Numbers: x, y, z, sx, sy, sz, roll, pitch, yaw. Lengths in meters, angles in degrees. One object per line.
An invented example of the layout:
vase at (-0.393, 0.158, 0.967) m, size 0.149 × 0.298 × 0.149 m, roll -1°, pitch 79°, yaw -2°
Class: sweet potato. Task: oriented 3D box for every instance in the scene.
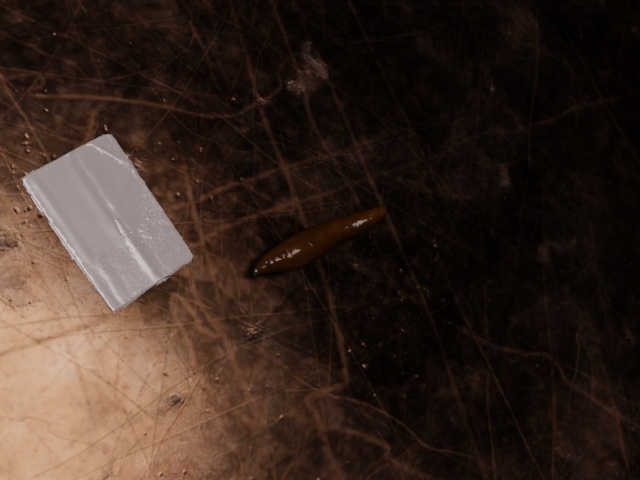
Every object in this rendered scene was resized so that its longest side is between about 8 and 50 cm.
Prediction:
sweet potato at (-0.001, -0.001, 1.308) m, size 0.265 × 0.057 × 0.057 m, roll -27°, pitch 91°, yaw -32°

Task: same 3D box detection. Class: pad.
pad at (-0.302, -0.028, 1.175) m, size 0.156 × 0.004 × 0.232 m, roll -36°, pitch 95°, yaw -32°
